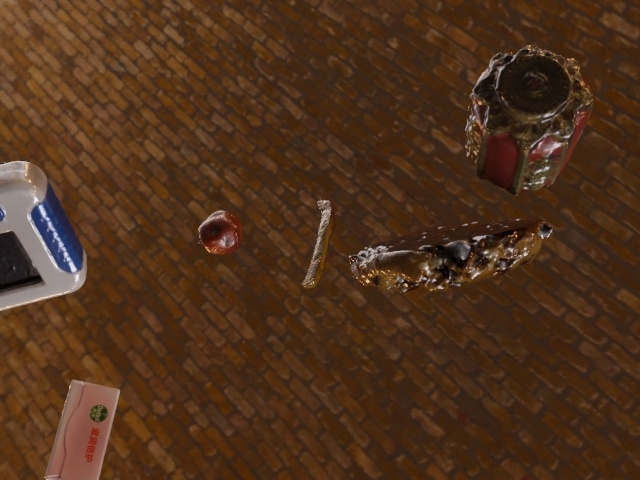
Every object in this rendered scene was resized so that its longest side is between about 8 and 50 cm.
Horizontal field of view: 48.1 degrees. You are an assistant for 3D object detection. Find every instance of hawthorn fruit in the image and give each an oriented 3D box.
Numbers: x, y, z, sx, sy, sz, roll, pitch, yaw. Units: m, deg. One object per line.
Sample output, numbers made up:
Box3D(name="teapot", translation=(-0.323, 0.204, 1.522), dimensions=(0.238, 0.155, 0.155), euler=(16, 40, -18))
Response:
Box3D(name="hawthorn fruit", translation=(-0.197, -0.013, 1.395), dimensions=(0.093, 0.093, 0.093), euler=(-6, -100, 32))

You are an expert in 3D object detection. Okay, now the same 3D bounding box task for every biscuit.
Box3D(name="biscuit", translation=(0.213, 0.024, 1.163), dimensions=(0.289, 0.334, 0.081), euler=(-1, -78, 56))

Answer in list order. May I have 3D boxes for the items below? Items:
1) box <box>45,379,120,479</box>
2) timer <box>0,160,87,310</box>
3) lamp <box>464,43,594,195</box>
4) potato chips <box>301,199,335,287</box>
Box3D(name="box", translation=(-0.219, 0.192, 0.657), dimensions=(0.125, 0.043, 0.089), euler=(123, -23, -55))
Box3D(name="timer", translation=(-0.422, 0.008, 0.845), dimensions=(0.253, 0.178, 0.078), euler=(-14, -139, -3))
Box3D(name="lamp", translation=(0.308, -0.173, 1.082), dimensions=(0.176, 0.274, 0.177), euler=(-2, -107, 8))
Box3D(name="potato chips", translation=(0.000, 0.000, 1.094), dimensions=(0.037, 0.026, 0.204), euler=(-18, -144, 22))
